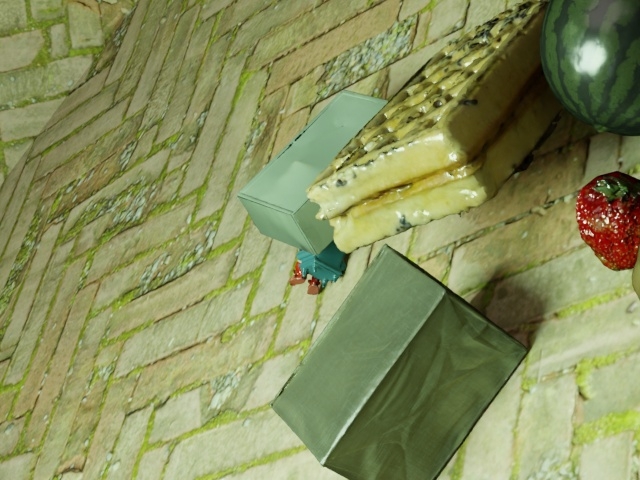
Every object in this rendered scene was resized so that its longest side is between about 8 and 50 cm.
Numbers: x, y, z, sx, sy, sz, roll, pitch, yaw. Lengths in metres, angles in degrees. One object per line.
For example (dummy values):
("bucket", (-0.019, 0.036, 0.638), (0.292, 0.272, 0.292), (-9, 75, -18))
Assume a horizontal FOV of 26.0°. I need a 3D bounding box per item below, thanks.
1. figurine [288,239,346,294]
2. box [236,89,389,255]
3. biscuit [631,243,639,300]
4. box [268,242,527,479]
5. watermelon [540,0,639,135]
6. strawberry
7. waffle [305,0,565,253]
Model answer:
("figurine", (0.000, 0.000, 1.916), (0.075, 0.068, 0.140), (-30, 40, 42))
("box", (0.015, -0.094, 1.888), (0.225, 0.086, 0.129), (-45, 37, -19))
("biscuit", (0.351, 0.054, 1.250), (0.325, 0.044, 0.217), (-97, 11, -52))
("box", (0.087, 0.155, 1.553), (0.231, 0.155, 0.149), (-53, 32, 2))
("watermelon", (0.339, -0.215, 1.490), (0.212, 0.212, 0.212), (-36, 35, 31))
("strawberry", (0.313, -0.020, 1.454), (0.106, 0.106, 0.106), (-36, 35, 31))
("waffle", (0.168, -0.146, 1.644), (0.261, 0.114, 0.376), (-26, 17, 47))
